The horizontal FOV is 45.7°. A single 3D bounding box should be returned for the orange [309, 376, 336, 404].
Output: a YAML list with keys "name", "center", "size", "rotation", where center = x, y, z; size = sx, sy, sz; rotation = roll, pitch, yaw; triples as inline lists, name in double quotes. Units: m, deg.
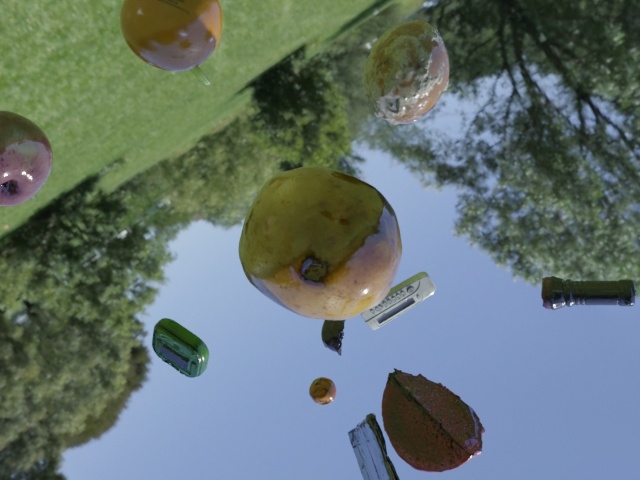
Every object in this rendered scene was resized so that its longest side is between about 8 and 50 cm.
- name: "orange"
  center: [0.007, 0.442, 2.228]
  size: [0.084, 0.083, 0.083]
  rotation: [-32, -168, 8]

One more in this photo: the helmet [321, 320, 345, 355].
- name: "helmet"
  center: [0.037, 0.283, 2.290]
  size: [0.071, 0.123, 0.098]
  rotation: [9, -167, 4]

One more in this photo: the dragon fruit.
- name: "dragon fruit"
  center: [0.238, 0.407, 1.689]
  size: [0.189, 0.261, 0.163]
  rotation: [-45, 152, -1]

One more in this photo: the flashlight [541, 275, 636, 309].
- name: "flashlight"
  center: [0.699, 0.135, 1.982]
  size: [0.232, 0.092, 0.093]
  rotation: [-2, -156, 21]

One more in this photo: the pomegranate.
- name: "pomegranate"
  center: [0.004, 0.010, 1.320]
  size: [0.307, 0.307, 0.307]
  rotation: [-32, -168, 8]

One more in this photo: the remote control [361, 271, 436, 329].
- name: "remote control"
  center: [0.225, 0.172, 2.229]
  size: [0.230, 0.090, 0.049]
  rotation: [-32, -144, 4]

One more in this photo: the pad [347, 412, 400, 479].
- name: "pad"
  center: [0.101, 0.418, 1.397]
  size: [0.022, 0.174, 0.233]
  rotation: [-16, 161, -14]

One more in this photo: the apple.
- name: "apple"
  center: [-0.922, -0.233, 2.202]
  size: [0.306, 0.235, 0.305]
  rotation: [-23, 156, -11]

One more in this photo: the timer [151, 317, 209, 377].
- name: "timer"
  center: [-0.311, 0.239, 1.675]
  size: [0.047, 0.140, 0.128]
  rotation: [-48, 164, -41]

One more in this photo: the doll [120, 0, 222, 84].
- name: "doll"
  center: [-0.322, -0.446, 1.636]
  size: [0.213, 0.213, 0.236]
  rotation: [-39, 168, -24]

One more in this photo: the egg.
- name: "egg"
  center: [0.193, -0.373, 1.694]
  size: [0.195, 0.195, 0.233]
  rotation: [-69, -177, -70]
